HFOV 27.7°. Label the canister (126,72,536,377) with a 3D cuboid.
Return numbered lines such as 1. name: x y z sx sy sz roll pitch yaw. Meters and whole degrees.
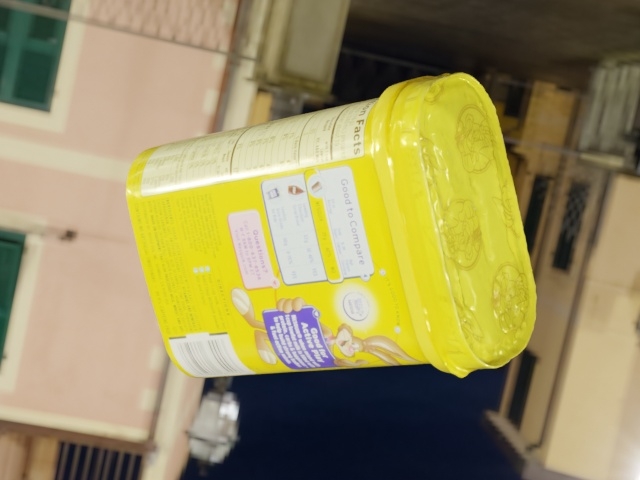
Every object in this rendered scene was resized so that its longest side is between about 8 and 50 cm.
1. canister: 0.000 0.000 0.595 0.170 0.126 0.073 -8 -170 36
